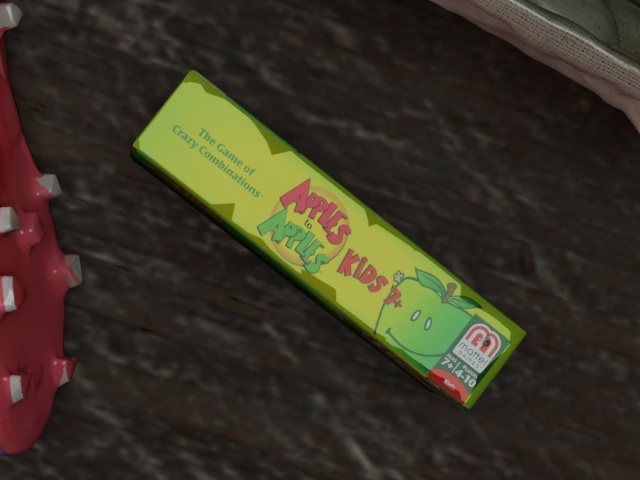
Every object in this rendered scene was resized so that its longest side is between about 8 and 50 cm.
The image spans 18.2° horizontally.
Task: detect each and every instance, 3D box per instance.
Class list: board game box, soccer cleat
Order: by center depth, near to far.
[{"bbox_3d":[-0.171,-0.027,0.881,0.095,0.083,0.248,-8,95,19],"label":"soccer cleat"},{"bbox_3d":[0.000,0.000,0.883,0.181,0.092,0.043,38,86,-5],"label":"board game box"}]

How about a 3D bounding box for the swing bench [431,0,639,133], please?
[{"bbox_3d":[0.113,-0.202,0.862,0.253,0.165,0.255,30,93,-6],"label":"swing bench"}]
